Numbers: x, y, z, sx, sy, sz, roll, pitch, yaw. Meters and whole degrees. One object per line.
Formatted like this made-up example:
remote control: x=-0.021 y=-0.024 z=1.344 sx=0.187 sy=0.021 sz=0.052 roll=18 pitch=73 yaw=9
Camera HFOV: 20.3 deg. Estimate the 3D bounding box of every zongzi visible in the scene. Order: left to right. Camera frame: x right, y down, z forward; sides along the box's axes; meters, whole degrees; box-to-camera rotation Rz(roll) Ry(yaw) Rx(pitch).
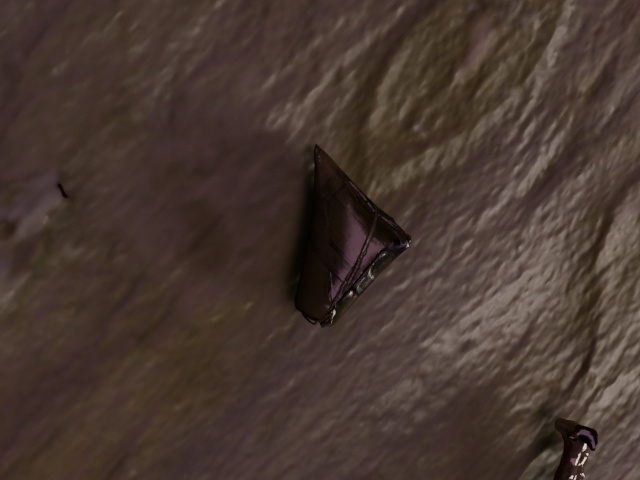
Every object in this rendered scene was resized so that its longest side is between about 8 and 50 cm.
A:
zongzi: x=0.000 y=0.000 z=1.011 sx=0.076 sy=0.040 sz=0.083 roll=-48 pitch=119 yaw=-5

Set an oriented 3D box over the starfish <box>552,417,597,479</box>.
starfish: x=0.162 y=0.342 z=1.219 sx=0.398 sy=0.132 sz=0.383 roll=33 pitch=78 yaw=-29
